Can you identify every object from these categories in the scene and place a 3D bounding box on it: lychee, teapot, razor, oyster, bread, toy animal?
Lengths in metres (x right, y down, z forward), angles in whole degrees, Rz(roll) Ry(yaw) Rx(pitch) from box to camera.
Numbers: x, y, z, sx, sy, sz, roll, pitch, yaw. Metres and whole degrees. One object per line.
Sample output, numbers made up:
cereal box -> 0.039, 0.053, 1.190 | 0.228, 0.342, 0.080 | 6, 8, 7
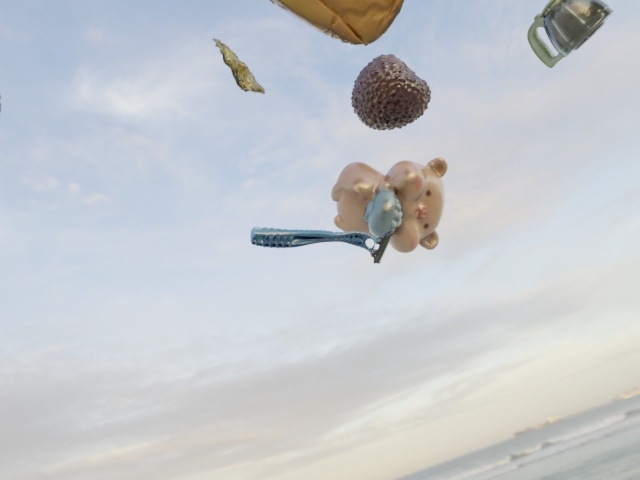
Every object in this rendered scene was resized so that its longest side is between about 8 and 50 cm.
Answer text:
lychee -> 0.167, -0.358, 1.322 | 0.188, 0.188, 0.188 | -16, -26, -8
teapot -> 0.389, -0.345, 0.852 | 0.124, 0.091, 0.092 | -46, -8, 37
razor -> 0.000, 0.000, 0.951 | 0.253, 0.042, 0.082 | 3, -46, -15
oyster -> -0.194, -0.389, 1.184 | 0.045, 0.146, 0.121 | -32, -3, 18
bread -> 0.009, -0.474, 0.914 | 0.288, 0.156, 0.204 | 22, -66, -14
toy animal -> 0.149, -0.081, 1.195 | 0.229, 0.221, 0.210 | -16, -66, -36
